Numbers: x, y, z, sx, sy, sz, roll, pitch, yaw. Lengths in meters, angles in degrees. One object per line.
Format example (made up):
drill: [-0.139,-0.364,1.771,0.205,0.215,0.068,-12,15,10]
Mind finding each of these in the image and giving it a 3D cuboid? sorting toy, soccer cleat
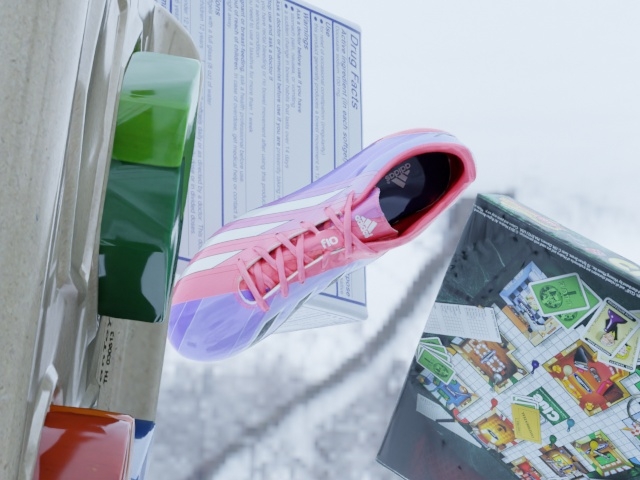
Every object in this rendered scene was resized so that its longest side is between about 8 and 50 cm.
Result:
sorting toy: [-0.047,-0.023,0.431,0.041,0.307,0.229,7,173,2]
soccer cleat: [0.000,0.000,1.281,0.248,0.083,0.095,-33,-169,-12]

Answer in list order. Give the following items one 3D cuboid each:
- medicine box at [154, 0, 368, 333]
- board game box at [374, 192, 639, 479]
medicine box: [-0.101,-0.073,1.503,0.149,0.263,0.289,-11,163,36]
board game box: [0.146,0.094,0.756,0.260,0.136,0.030,31,-164,33]
